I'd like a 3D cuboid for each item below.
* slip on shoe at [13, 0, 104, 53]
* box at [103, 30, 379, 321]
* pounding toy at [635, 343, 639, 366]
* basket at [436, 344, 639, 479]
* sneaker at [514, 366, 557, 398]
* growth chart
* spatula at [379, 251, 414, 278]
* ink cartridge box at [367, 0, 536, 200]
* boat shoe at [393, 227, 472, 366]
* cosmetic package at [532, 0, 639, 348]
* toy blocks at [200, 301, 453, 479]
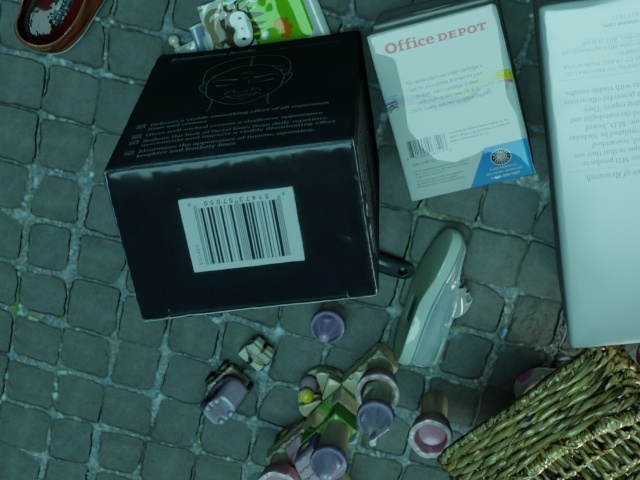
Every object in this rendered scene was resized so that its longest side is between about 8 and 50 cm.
[{"bbox_3d":[-0.324,-0.396,1.641,0.123,0.101,0.331,33,110,-3],"label":"slip on shoe"},{"bbox_3d":[-0.080,-0.096,1.541,0.293,0.395,0.212,-6,118,7],"label":"box"},{"bbox_3d":[0.529,0.126,1.697,0.110,0.183,0.237,26,114,26],"label":"pounding toy"},{"bbox_3d":[0.344,0.300,1.645,0.299,0.213,0.223,-37,78,14],"label":"basket"},{"bbox_3d":[0.384,0.298,1.794,0.103,0.111,0.252,-38,101,19],"label":"sneaker"},{"bbox_3d":[-0.098,-0.284,1.694,0.237,0.021,0.172,-28,103,16],"label":"growth chart"},{"bbox_3d":[0.000,0.000,1.781,0.296,0.030,0.084,21,113,-1],"label":"spatula"},{"bbox_3d":[0.178,-0.202,1.604,0.171,0.168,0.233,-12,108,12],"label":"ink cartridge box"},{"bbox_3d":[0.178,0.088,1.772,0.081,0.079,0.228,13,113,-16],"label":"boat shoe"},{"bbox_3d":[0.381,-0.113,1.576,0.161,0.230,0.454,-5,110,9],"label":"cosmetic package"},{"bbox_3d":[-0.003,0.286,1.767,0.309,0.260,0.288,43,111,-9],"label":"toy blocks"}]
